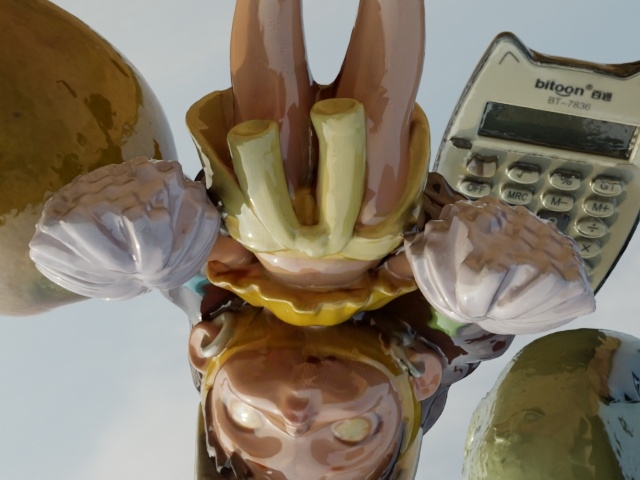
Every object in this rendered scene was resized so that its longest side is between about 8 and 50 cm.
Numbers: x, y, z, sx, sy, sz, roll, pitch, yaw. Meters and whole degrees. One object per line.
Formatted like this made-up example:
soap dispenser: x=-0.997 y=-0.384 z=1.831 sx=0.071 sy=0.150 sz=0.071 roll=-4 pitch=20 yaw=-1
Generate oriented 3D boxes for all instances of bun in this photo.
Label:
bun: x=0.196 y=0.215 z=0.983 sx=0.187 sy=0.293 sz=0.293 roll=-25 pitch=-162 yaw=36

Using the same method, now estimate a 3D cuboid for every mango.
mango: x=-0.240 y=-0.082 z=0.902 sx=0.211 sy=0.317 sz=0.173 roll=-47 pitch=178 yaw=23

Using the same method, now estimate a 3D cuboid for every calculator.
calculator: x=0.175 y=-0.042 z=1.069 sx=0.177 sy=0.268 sz=0.040 roll=10 pitch=-147 yaw=-5

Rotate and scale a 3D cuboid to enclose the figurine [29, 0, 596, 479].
figurine: x=0.000 y=0.001 z=0.459 sx=0.175 sy=0.240 sz=0.115 roll=4 pitch=-134 yaw=2
